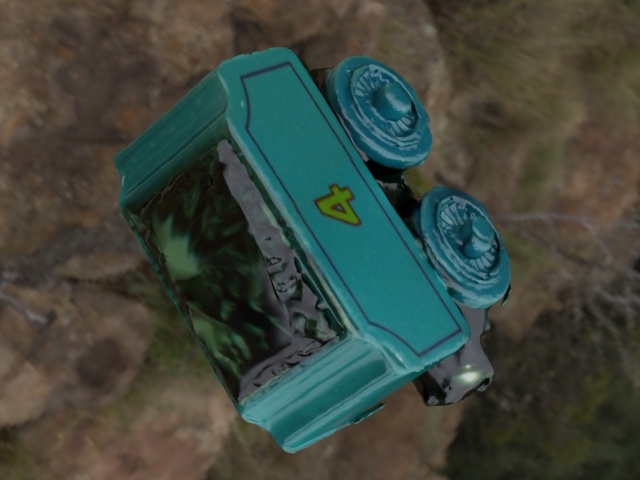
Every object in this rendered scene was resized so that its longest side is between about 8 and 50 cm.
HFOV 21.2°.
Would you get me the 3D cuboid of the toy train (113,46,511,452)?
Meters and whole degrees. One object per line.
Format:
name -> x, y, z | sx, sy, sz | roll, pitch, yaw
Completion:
toy train -> 0.000, 0.000, 0.804 | 0.107, 0.198, 0.154 | -37, 170, 37
